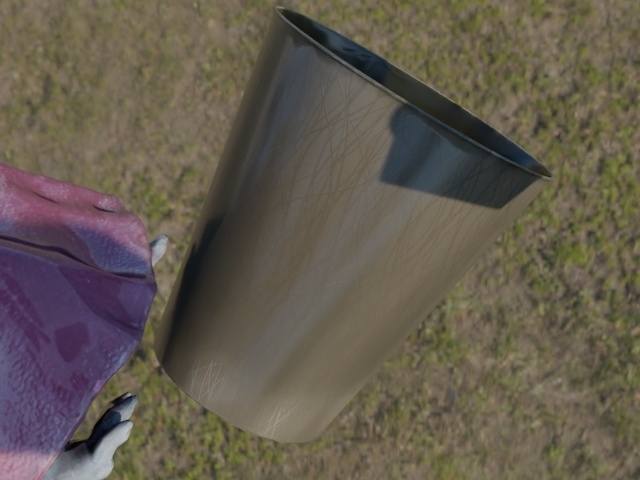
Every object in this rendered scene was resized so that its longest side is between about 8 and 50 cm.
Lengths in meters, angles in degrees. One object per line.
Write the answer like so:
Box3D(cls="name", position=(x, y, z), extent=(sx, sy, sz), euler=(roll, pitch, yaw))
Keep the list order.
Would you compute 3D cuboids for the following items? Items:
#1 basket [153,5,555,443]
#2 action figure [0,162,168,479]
Box3D(cls="basket", position=(0.000, 0.000, 0.726), extent=(0.204, 0.154, 0.227), euler=(36, 105, 15))
Box3D(cls="action figure", position=(-0.275, -0.007, 0.638), extent=(0.276, 0.370, 0.248), euler=(-59, 23, 5))
